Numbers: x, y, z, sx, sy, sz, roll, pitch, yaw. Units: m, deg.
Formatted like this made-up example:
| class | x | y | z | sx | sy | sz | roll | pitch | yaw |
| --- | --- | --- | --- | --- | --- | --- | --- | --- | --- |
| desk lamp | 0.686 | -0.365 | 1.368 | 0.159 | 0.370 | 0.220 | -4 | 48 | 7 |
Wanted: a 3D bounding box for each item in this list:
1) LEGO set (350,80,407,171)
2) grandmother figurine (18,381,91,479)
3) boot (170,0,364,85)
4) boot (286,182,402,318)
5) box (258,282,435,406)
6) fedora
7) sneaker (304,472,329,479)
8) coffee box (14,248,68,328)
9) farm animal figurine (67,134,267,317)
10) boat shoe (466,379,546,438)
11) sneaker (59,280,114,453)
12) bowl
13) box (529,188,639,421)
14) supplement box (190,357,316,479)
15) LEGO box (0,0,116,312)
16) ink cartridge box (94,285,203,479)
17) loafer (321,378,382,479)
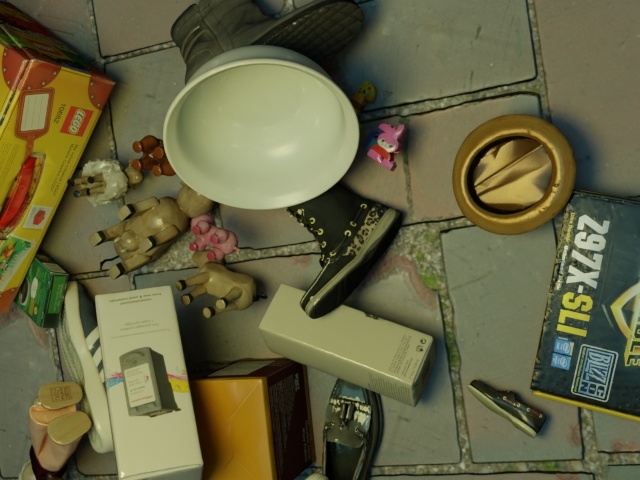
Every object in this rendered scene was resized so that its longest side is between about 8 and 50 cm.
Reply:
| class | x | y | z | sx | sy | sz | roll | pitch | yaw |
| --- | --- | --- | --- | --- | --- | --- | --- | --- | --- |
| LEGO set | 0.066 | -0.211 | 1.369 | 0.227 | 0.087 | 0.093 | 38 | 103 | 21 |
| grandmother figurine | -0.510 | 0.391 | 1.565 | 0.342 | 0.104 | 0.207 | -60 | 38 | 43 |
| boot | -0.106 | -0.366 | 1.382 | 0.338 | 0.118 | 0.222 | -25 | 59 | 16 |
| boot | 0.001 | 0.000 | 1.367 | 0.179 | 0.085 | 0.236 | 34 | 67 | 19 |
| box | 0.045 | 0.171 | 1.374 | 0.275 | 0.113 | 0.094 | 19 | 65 | 18 |
| fedora | 0.300 | -0.100 | 1.281 | 0.194 | 0.079 | 0.194 | 3 | 95 | 30 |
| sneaker | 0.012 | 0.547 | 1.324 | 0.208 | 0.127 | 0.319 | 21 | 98 | 26 |
| coffee box | -0.543 | 0.084 | 1.602 | 0.184 | 0.040 | 0.113 | 24 | 103 | 48 |
| farm animal figurine | -0.251 | -0.020 | 1.470 | 0.327 | 0.172 | 0.330 | -14 | 96 | 34 |
| boat shoe | 0.297 | 0.262 | 1.336 | 0.133 | 0.049 | 0.042 | 32 | 76 | 23 |
| sneaker | -0.390 | 0.223 | 1.566 | 0.350 | 0.148 | 0.131 | 65 | 149 | 26 |
| bowl | -0.092 | -0.195 | 1.293 | 0.298 | 0.298 | 0.134 | -25 | 46 | 21 |
| box | 0.470 | 0.100 | 1.238 | 0.257 | 0.079 | 0.322 | 13 | 98 | 22 |
| supplement box | -0.108 | 0.309 | 1.411 | 0.129 | 0.194 | 0.191 | -5 | 92 | 20 |
| LEGO box | -0.655 | -0.173 | 1.551 | 0.372 | 0.193 | 0.500 | 38 | 106 | 28 |
| ink cartridge box | -0.278 | 0.259 | 1.349 | 0.131 | 0.226 | 0.306 | -9 | 61 | -15 |
| loafer | 0.046 | 0.354 | 1.414 | 0.096 | 0.084 | 0.267 | 7 | 96 | 21 |
